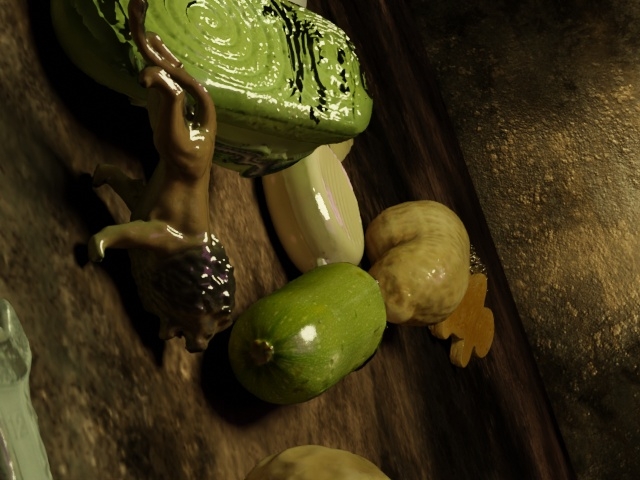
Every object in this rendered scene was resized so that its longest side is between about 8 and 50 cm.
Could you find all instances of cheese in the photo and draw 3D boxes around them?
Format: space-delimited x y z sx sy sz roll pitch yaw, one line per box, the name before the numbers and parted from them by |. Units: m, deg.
cheese | 0.000 0.000 0.889 0.137 0.064 0.227 44 28 -51

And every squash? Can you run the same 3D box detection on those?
squash | -0.017 0.074 0.700 0.095 0.095 0.188 70 20 1

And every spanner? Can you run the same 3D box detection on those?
spanner | -0.105 0.161 0.401 0.071 0.017 0.302 -7 77 -75

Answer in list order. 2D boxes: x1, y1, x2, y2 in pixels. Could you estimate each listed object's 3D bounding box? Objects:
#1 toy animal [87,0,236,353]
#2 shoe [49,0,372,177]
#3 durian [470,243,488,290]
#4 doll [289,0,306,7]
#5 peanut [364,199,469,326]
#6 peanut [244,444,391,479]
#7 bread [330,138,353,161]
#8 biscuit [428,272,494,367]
toy animal | -0.100 -0.038 0.550 0.069 0.086 0.220 -127 -149 -61
shoe | -0.074 -0.113 0.669 0.262 0.128 0.140 8 49 -41
durian | 0.239 0.052 1.600 0.188 0.091 0.148 -61 129 -72
doll | -0.087 -0.275 0.838 0.141 0.117 0.296 -28 98 -78
peanut | 0.115 0.031 1.152 0.253 0.137 0.122 -77 -172 -63
peanut | 0.036 0.250 0.592 0.298 0.120 0.136 60 42 -35
bread | -0.024 -0.165 1.025 0.139 0.060 0.178 -56 124 -70
biscuit | 0.226 0.118 1.483 0.240 0.035 0.158 48 57 -53
